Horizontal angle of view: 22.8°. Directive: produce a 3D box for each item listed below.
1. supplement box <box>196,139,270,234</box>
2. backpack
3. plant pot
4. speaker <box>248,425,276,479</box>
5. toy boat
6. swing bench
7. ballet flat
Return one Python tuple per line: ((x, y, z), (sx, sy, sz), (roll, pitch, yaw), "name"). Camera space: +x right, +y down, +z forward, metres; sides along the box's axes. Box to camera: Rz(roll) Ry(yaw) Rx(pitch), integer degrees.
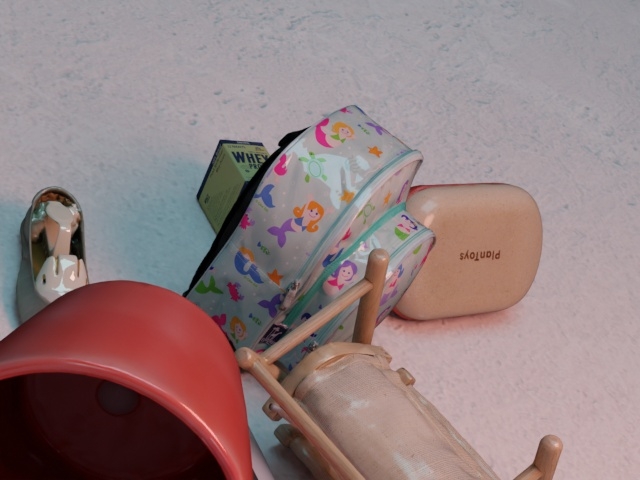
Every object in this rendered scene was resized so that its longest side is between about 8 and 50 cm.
((-0.086, -0.053, 1.744), (0.056, 0.083, 0.083), (2, 38, -33), "supplement box")
((0.000, 0.000, 1.570), (0.191, 0.253, 0.225), (35, 33, 14), "backpack")
((-0.171, 0.165, 1.238), (0.275, 0.275, 0.243), (22, 21, -5), "plant pot")
((-0.071, 0.209, 1.411), (0.055, 0.055, 0.136), (2, 40, -32), "speaker")
((0.138, 0.003, 1.794), (0.231, 0.151, 0.151), (-3, 13, -37), "toy boat")
((0.079, 0.193, 1.400), (0.165, 0.255, 0.253), (-36, 58, -13), "swing bench")
((-0.256, 0.025, 1.533), (0.072, 0.068, 0.213), (10, 36, -23), "ballet flat")
